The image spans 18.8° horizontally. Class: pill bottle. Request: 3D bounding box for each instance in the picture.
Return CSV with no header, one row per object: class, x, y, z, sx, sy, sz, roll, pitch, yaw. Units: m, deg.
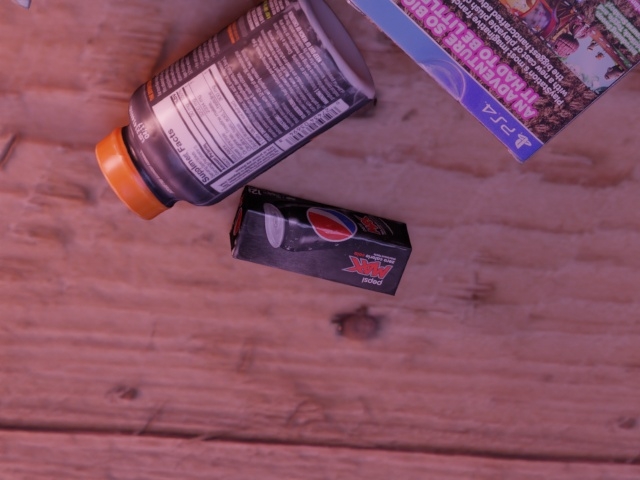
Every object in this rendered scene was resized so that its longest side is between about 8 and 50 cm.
pill bottle,-0.084,-0.118,1.755,0.246,0.130,0.130,-33,117,13

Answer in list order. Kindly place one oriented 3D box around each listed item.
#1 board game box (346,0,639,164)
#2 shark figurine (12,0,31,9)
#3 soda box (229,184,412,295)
board game box,0.197,-0.259,1.693,0.291,0.141,0.232,-41,115,17
shark figurine,-0.297,-0.210,1.649,0.116,0.166,0.278,34,111,11
soda box,0.000,0.000,1.873,0.169,0.053,0.060,13,118,-13
